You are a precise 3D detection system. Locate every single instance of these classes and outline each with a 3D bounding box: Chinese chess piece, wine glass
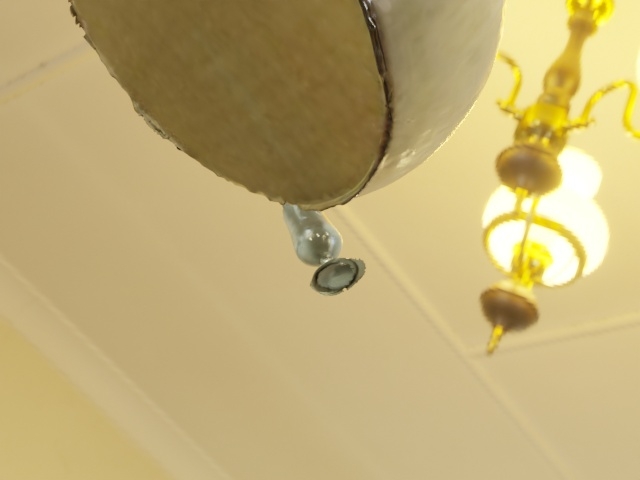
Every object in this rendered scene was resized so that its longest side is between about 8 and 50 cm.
[{"bbox_3d":[-0.030,-0.134,0.581,0.250,0.103,0.250,31,-35,25],"label":"Chinese chess piece"},{"bbox_3d":[0.000,0.000,0.868,0.042,0.083,0.039,-31,-45,5],"label":"wine glass"}]
